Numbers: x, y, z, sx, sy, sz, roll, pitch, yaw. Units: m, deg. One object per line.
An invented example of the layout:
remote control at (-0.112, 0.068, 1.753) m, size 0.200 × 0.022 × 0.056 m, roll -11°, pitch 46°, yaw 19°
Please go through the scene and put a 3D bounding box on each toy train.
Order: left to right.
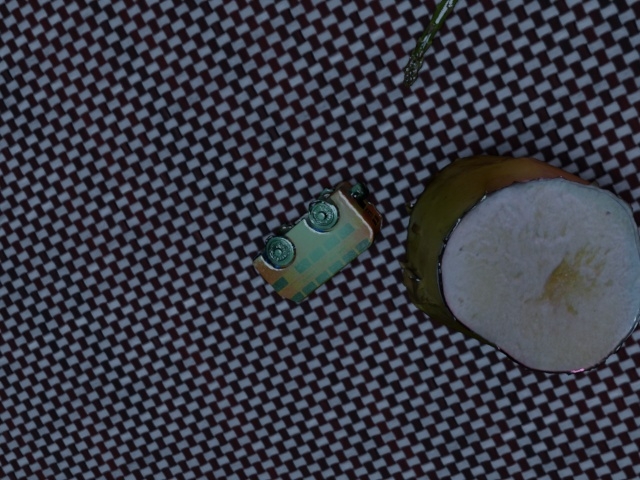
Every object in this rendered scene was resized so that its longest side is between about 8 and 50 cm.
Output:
toy train at (0.000, 0.000, 1.378) m, size 0.188 × 0.072 × 0.099 m, roll -39°, pitch 92°, yaw 20°

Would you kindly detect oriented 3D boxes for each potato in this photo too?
potato at (0.240, 0.015, 1.271) m, size 0.299 × 0.196 × 0.246 m, roll 31°, pitch 97°, yaw -24°

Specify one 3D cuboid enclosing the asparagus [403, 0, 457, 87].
asparagus at (0.165, -0.300, 1.284) m, size 0.024 × 0.025 × 0.248 m, roll 17°, pitch 114°, yaw -35°
